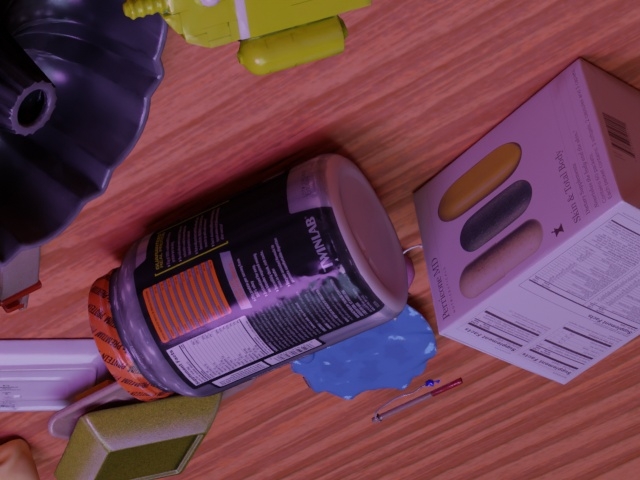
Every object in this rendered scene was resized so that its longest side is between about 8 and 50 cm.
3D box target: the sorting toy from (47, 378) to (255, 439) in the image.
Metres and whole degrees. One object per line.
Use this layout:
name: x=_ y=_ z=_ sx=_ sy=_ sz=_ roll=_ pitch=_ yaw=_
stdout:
sorting toy: x=-0.208 y=0.191 z=2.030 sx=0.208 sy=0.038 sz=0.193 roll=-32 pitch=154 yaw=21

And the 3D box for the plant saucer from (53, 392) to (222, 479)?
plant saucer: x=-0.224 y=0.260 z=2.056 sx=0.188 sy=0.045 sz=0.188 roll=-9 pitch=152 yaw=-26

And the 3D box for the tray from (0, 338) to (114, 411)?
tray: x=-0.386 y=0.173 z=2.004 sx=0.270 sy=0.030 sz=0.145 roll=0 pitch=143 yaw=-11

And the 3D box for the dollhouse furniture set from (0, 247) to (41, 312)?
dollhouse furniture set: x=-0.420 y=0.061 z=1.690 sx=0.259 sy=0.262 sz=0.135 roll=-26 pitch=155 yaw=-32

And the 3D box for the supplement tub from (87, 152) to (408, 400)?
supplement tub: x=-0.081 y=0.049 z=1.771 sx=0.316 sy=0.194 sz=0.193 roll=-23 pitch=140 yaw=19

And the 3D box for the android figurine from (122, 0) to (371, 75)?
android figurine: x=-0.048 y=-0.263 z=1.413 sx=0.273 sy=0.056 sz=0.248 roll=-16 pitch=123 yaw=-16

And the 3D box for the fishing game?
fishing game: x=0.050 y=0.129 z=2.029 sx=0.189 sy=0.041 sz=0.264 roll=-28 pitch=130 yaw=21

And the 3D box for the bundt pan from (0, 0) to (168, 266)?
bundt pan: x=-0.291 y=-0.144 z=1.441 sx=0.331 sy=0.124 sz=0.331 roll=-39 pitch=148 yaw=-30

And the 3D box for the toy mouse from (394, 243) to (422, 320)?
toy mouse: x=0.060 y=0.061 z=1.919 sx=0.161 sy=0.031 sz=0.143 roll=-23 pitch=131 yaw=11

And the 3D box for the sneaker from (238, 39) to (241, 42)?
sneaker: x=-0.066 y=-0.222 z=1.527 sx=0.066 sy=0.071 sz=0.188 roll=11 pitch=-178 yaw=37

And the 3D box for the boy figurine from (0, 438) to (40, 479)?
boy figurine: x=-0.499 y=0.291 z=2.084 sx=0.285 sy=0.092 sz=0.177 roll=2 pitch=141 yaw=-15

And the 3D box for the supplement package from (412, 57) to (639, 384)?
supplement package: x=0.268 y=-0.014 z=1.753 sx=0.198 sy=0.199 sz=0.262 roll=23 pitch=133 yaw=-34
